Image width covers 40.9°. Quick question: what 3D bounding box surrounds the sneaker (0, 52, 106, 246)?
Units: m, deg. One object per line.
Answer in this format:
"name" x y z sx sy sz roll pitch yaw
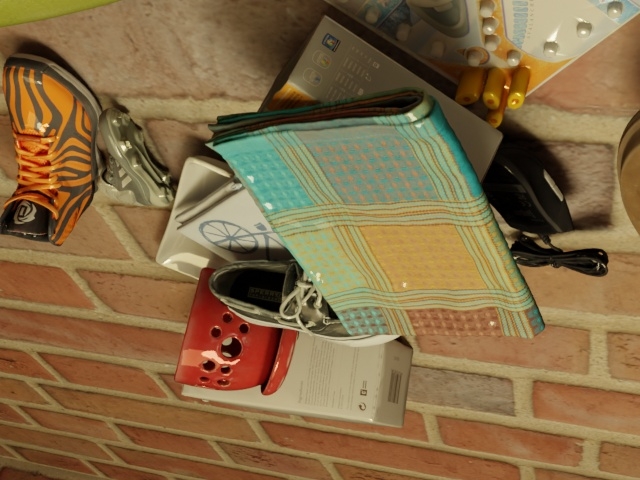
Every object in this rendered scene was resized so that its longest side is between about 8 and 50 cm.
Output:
"sneaker" -0.385 -0.100 1.200 0.124 0.180 0.321 12 149 9

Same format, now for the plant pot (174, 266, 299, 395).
"plant pot" -0.133 0.153 1.386 0.174 0.191 0.191 15 150 -9

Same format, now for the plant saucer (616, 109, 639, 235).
"plant saucer" 0.387 -0.017 0.779 0.278 0.041 0.278 40 162 16

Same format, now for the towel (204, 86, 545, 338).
"towel" 0.069 -0.006 0.950 0.271 0.040 0.370 -3 137 33

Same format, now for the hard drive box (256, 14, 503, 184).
"hard drive box" 0.054 -0.121 0.960 0.232 0.089 0.181 30 162 -11

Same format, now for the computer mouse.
"computer mouse" 0.246 -0.051 1.095 0.262 0.060 0.184 41 162 -26

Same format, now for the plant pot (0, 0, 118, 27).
"plant pot" -0.235 -0.310 0.737 0.293 0.275 0.275 2 148 4

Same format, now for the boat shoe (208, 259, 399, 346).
"boat shoe" -0.016 0.073 1.197 0.306 0.113 0.105 9 165 30

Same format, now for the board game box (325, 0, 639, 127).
"board game box" 0.133 -0.290 0.764 0.390 0.050 0.390 28 148 -17

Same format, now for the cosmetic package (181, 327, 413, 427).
"cosmetic package" -0.039 0.239 1.550 0.365 0.155 0.197 5 168 21

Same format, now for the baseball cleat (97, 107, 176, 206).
"baseball cleat" -0.289 -0.107 1.238 0.109 0.072 0.206 -6 143 16

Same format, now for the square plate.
"square plate" -0.072 0.010 1.349 0.344 0.049 0.347 21 149 -8

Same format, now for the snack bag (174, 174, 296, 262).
"snack bag" 0.000 0.000 1.215 0.323 0.037 0.342 32 147 -24
